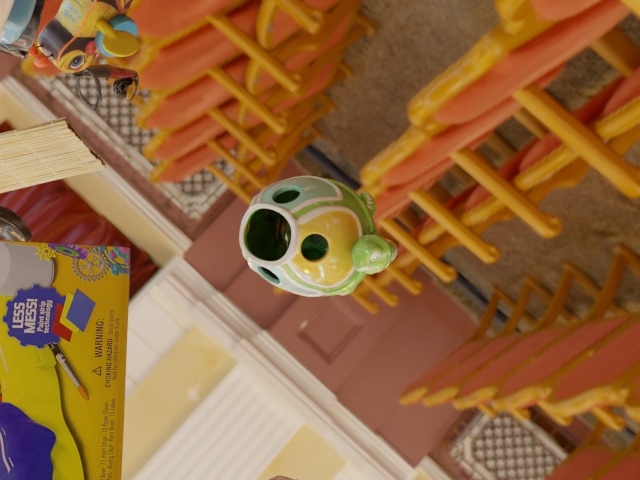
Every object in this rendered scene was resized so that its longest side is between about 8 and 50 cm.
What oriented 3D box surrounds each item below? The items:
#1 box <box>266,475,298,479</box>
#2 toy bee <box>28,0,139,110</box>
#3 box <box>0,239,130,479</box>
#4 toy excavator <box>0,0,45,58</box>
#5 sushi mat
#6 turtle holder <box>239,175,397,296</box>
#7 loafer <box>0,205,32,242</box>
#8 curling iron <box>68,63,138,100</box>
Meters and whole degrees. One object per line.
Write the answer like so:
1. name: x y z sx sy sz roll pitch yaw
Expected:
1. box: -0.051 0.428 1.159 0.262 0.231 0.127 -1 98 45
2. toy bee: -0.359 -0.314 1.316 0.195 0.162 0.298 24 120 26
3. box: -0.282 0.161 0.599 0.279 0.290 0.177 3 156 -15
4. toy excavator: -0.400 -0.364 1.002 0.222 0.433 0.445 18 156 -26
5. sushi mat: -0.536 -0.128 1.461 0.151 0.316 0.019 58 -157 -61
6. turtle holder: -0.014 0.011 1.677 0.320 0.243 0.227 45 -157 27
7. loafer: -0.633 -0.038 1.662 0.170 0.062 0.061 41 -151 -27
8. curling iron: -0.431 -0.325 1.741 0.035 0.068 0.274 13 -174 10
